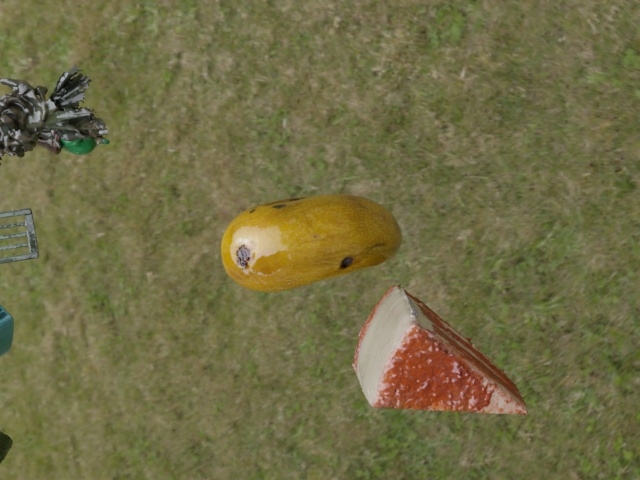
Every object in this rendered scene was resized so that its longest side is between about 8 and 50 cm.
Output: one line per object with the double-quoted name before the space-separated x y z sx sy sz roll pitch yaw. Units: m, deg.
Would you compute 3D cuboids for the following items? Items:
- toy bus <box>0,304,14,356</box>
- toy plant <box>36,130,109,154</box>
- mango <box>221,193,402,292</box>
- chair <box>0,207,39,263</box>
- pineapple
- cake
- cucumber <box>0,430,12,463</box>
"toy bus" -0.648 0.183 1.304 0.147 0.256 0.128 40 135 12
"toy plant" -0.624 -0.262 1.955 0.143 0.201 0.105 -177 93 -79
"mango" -0.002 -0.006 1.075 0.177 0.295 0.120 -13 90 48
"chair" -0.865 -0.002 2.002 0.147 0.271 0.136 -173 73 -66
"pineapple" -0.501 -0.148 1.170 0.175 0.362 0.174 164 90 -72
"cake" 0.174 0.218 1.225 0.262 0.158 0.159 39 99 -16
"cucumber" -0.606 0.382 1.435 0.067 0.107 0.035 16 109 -7
